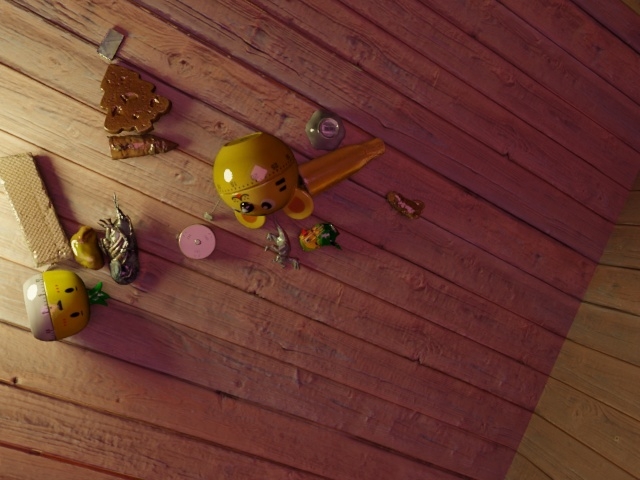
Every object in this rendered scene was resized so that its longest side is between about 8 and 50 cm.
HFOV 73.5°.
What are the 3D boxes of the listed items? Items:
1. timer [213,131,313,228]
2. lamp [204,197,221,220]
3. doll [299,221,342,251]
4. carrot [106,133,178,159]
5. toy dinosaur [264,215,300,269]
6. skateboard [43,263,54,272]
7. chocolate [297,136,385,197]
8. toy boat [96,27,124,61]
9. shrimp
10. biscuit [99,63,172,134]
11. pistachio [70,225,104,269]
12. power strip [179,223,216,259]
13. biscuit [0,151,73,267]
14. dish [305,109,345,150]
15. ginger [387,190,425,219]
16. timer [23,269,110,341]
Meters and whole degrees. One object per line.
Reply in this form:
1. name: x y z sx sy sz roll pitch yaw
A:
1. timer: -0.240 -0.225 1.723 0.376 0.376 0.386 -26 115 -11
2. lamp: -0.429 -0.175 1.836 0.050 0.056 0.198 35 74 -14
3. doll: -0.001 -0.008 1.919 0.186 0.106 0.134 -9 107 -14
4. carrot: -0.706 -0.377 1.720 0.263 0.102 0.101 -7 96 -19
5. toy dinosaur: -0.166 0.010 1.905 0.167 0.053 0.242 2 94 -16
6. skateboard: -1.092 0.080 1.680 0.064 0.032 0.083 -44 106 3
7. chocolate: 0.091 -0.328 1.905 0.445 0.162 0.162 -27 101 -16
8. toy boat: -0.826 -0.770 1.686 0.063 0.016 0.115 28 86 -15
9. shrimp: -0.785 0.005 1.676 0.137 0.172 0.372 -25 118 -36
10. biscuit: -0.750 -0.563 1.696 0.278 0.043 0.301 -24 89 -16
11. pistachio: -0.915 0.037 1.675 0.100 0.110 0.189 -19 82 -33
12. power strip: -0.514 0.006 1.799 0.154 0.078 0.154 -1 94 -16
13. biscuit: -1.081 -0.114 1.622 0.144 0.078 0.426 -22 100 -34
14. dish: 0.031 -0.495 1.908 0.191 0.066 0.190 -1 95 -15
15. ginger: 0.405 -0.156 2.025 0.206 0.081 0.115 15 79 -15
16. timer: -0.946 0.231 1.622 0.285 0.285 0.285 -1 95 -15
